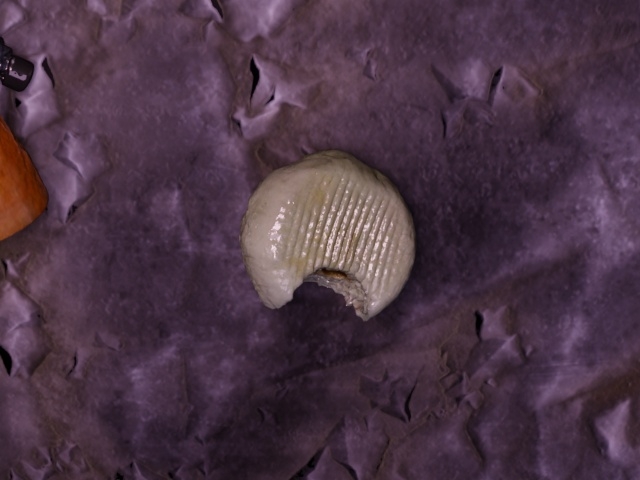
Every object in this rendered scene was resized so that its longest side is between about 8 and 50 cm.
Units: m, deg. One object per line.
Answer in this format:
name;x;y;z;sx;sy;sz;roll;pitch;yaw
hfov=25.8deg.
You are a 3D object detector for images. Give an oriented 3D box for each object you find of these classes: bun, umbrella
bun;0.000;0.000;1.605;0.212;0.126;0.204;41;78;-24
umbrella;-0.413;-0.232;1.516;0.224;0.080;0.071;27;73;-18

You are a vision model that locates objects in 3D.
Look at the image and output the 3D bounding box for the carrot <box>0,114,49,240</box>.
carrot;-0.416;-0.125;1.477;0.196;0.196;0.254;-13;119;1
